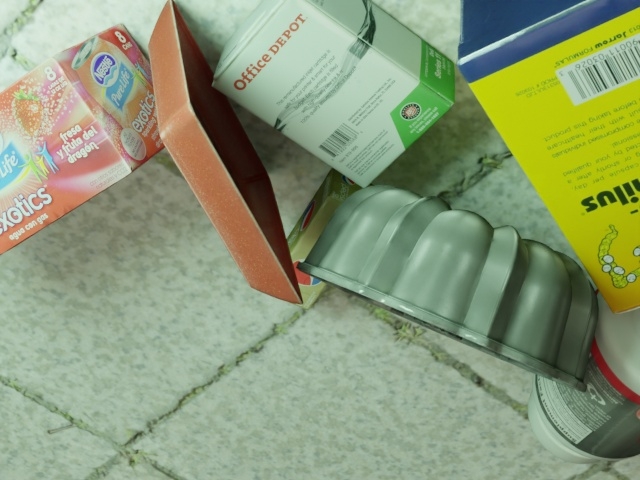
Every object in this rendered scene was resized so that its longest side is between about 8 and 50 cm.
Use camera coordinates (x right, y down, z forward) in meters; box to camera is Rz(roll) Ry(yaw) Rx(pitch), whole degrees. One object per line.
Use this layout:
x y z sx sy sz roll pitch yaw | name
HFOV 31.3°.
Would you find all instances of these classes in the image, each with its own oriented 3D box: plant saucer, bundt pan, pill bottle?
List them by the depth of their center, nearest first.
-0.106 -0.087 1.176 0.048 0.258 0.259 -24 126 5 | plant saucer
0.147 0.040 1.208 0.331 0.331 0.124 24 86 -13 | bundt pan
0.356 0.158 1.348 0.176 0.176 0.318 13 152 -3 | pill bottle

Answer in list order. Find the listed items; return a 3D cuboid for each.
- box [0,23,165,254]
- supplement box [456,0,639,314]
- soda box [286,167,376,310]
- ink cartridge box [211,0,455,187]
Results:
-0.315 -0.093 1.255 0.300 0.154 0.142 -28 102 29 | box
0.299 -0.132 1.121 0.195 0.194 0.356 -23 124 25 | supplement box
0.000 0.000 1.374 0.061 0.058 0.181 24 131 -12 | soda box
0.014 -0.175 1.197 0.208 0.087 0.153 33 128 -21 | ink cartridge box
